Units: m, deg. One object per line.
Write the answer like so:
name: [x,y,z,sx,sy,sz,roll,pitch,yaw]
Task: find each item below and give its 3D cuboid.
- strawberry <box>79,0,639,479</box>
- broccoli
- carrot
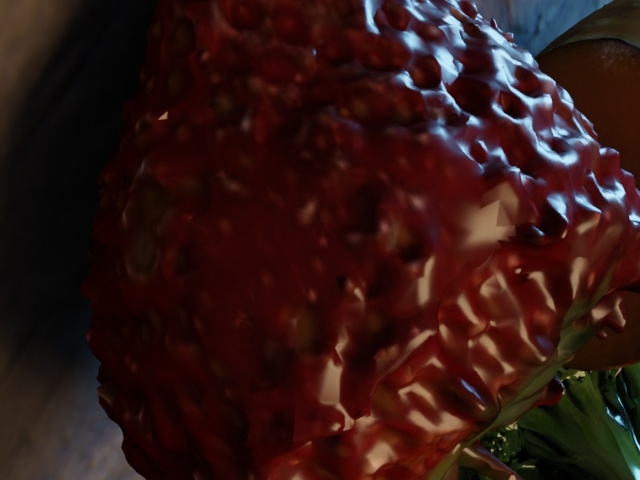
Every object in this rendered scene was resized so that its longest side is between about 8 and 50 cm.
strawberry: [0.003,-0.003,0.784,0.261,0.257,0.261,-43,168,-11]
broccoli: [0.176,0.157,1.296,0.261,0.241,0.269,-42,124,-7]
carrot: [0.230,-0.072,1.207,0.331,0.193,0.214,-26,113,-50]
